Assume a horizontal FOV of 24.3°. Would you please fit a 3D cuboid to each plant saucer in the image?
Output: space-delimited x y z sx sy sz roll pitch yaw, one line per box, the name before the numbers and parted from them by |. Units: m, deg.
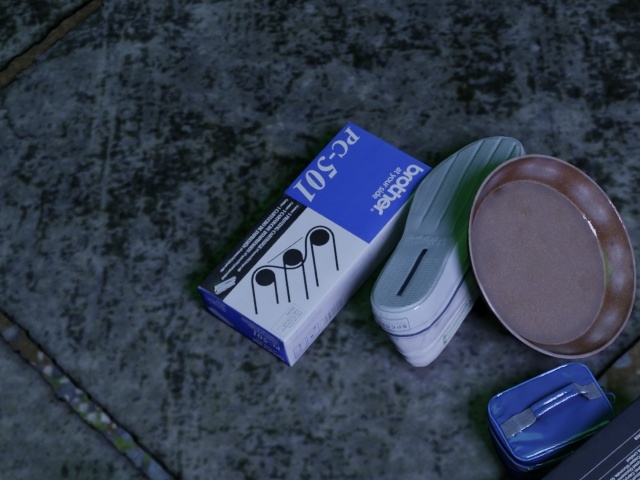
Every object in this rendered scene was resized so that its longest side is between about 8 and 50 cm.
plant saucer | 0.180 0.015 1.190 0.168 0.029 0.168 10 70 -29

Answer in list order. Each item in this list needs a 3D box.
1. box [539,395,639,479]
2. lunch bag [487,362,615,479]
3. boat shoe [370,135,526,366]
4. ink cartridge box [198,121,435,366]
box | 0.216 0.246 1.032 0.261 0.103 0.184 -36 55 -15
lunch bag | 0.179 0.139 1.131 0.098 0.065 0.067 -25 56 -6
boat shoe | 0.108 0.007 1.229 0.083 0.075 0.226 12 48 35
ink cartridge box | 0.000 0.000 1.267 0.097 0.046 0.207 32 67 25
